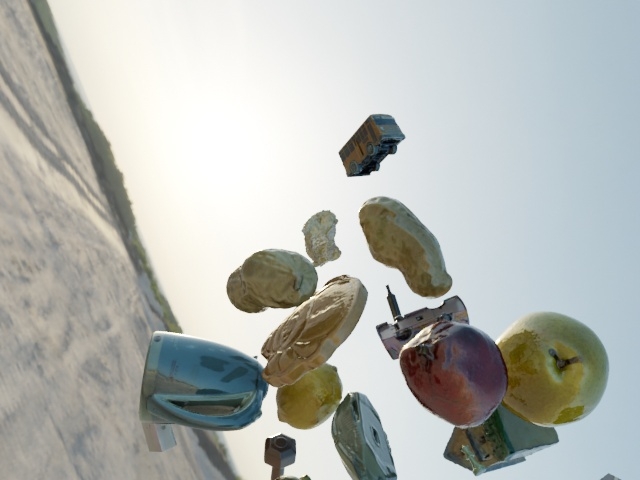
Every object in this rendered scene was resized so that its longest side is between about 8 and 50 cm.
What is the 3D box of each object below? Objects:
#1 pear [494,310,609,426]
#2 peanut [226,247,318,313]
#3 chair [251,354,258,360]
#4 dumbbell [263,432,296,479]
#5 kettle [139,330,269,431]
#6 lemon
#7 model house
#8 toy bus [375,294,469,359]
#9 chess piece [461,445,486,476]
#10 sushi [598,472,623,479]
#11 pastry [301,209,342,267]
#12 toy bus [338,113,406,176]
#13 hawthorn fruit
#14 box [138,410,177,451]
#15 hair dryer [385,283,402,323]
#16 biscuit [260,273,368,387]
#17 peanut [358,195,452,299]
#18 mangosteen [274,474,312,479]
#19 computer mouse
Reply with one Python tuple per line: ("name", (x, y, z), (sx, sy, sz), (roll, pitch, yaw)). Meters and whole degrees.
("pear", (0.708, 0.401, 1.838), (0.363, 0.362, 0.418), (62, 4, 19))
("peanut", (-0.135, 0.096, 1.450), (0.291, 0.143, 0.159), (-16, -67, 49))
("chair", (-0.292, 0.489, 1.967), (0.186, 0.319, 0.160), (19, -86, 40))
("dumbbell", (-0.112, 0.608, 1.524), (0.092, 0.081, 0.231), (-99, -166, -63))
("kettle", (-0.311, 0.411, 1.607), (0.319, 0.341, 0.247), (-103, -157, -66))
("lemon", (-0.043, 0.567, 2.151), (0.233, 0.288, 0.233), (48, -4, 5))
("model house", (0.593, 0.643, 2.159), (0.342, 0.334, 0.382), (-45, -127, 40))
("toy bus", (0.312, 0.265, 1.771), (0.090, 0.273, 0.112), (-109, 178, -60))
("chess piece", (0.461, 0.665, 1.779), (0.042, 0.042, 0.093), (86, -21, -49))
("sushi", (0.899, 0.814, 1.836), (0.047, 0.219, 0.231), (63, -14, -7))
("pastry", (0.006, -0.003, 1.873), (0.258, 0.121, 0.089), (78, -12, -64))
("toy bus", (0.132, -0.252, 1.539), (0.182, 0.091, 0.103), (-45, -120, 49))
("hawthorn fruit", (0.333, 0.330, 1.526), (0.307, 0.265, 0.265), (33, 5, -33))
("box", (-0.497, 0.571, 1.782), (0.130, 0.051, 0.129), (-27, -101, 52))
("hair dryer", (0.272, 0.275, 2.133), (0.195, 0.077, 0.249), (171, -97, -75))
("biscuit", (-0.029, 0.223, 1.464), (0.057, 0.351, 0.312), (47, 23, -15))
("peanut", (0.263, 0.023, 1.850), (0.387, 0.192, 0.169), (49, 13, 10))
("mangosteen", (-0.044, 0.603, 1.160), (0.302, 0.274, 0.275), (-81, 160, -58))
("computer mouse", (0.126, 0.673, 1.896), (0.228, 0.145, 0.429), (54, 12, -26))
